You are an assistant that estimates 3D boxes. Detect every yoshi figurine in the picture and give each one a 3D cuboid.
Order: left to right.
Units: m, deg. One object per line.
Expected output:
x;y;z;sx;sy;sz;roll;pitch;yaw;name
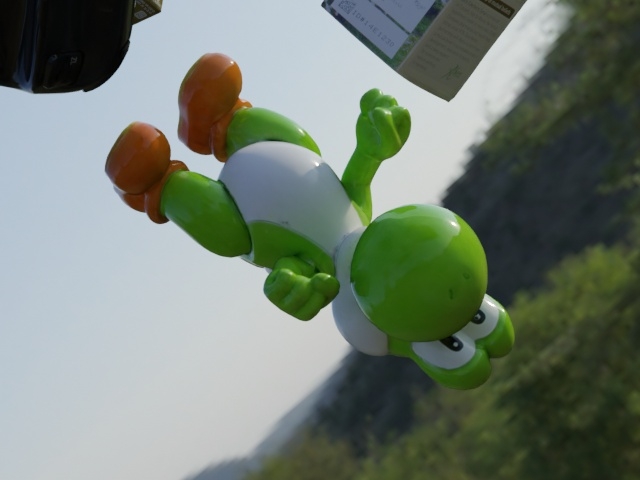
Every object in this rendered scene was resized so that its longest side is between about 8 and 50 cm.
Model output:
0.007;-0.019;1.477;0.203;0.362;0.203;-60;-14;17;yoshi figurine

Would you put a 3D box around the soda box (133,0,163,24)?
-0.197;-0.233;1.347;0.061;0.181;0.058;-20;48;32;soda box

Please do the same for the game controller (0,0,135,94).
-0.176;-0.228;0.976;0.067;0.166;0.319;-75;-4;-60;game controller

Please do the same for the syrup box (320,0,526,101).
0.118;-0.230;1.319;0.237;0.093;0.096;-52;-31;11;syrup box
